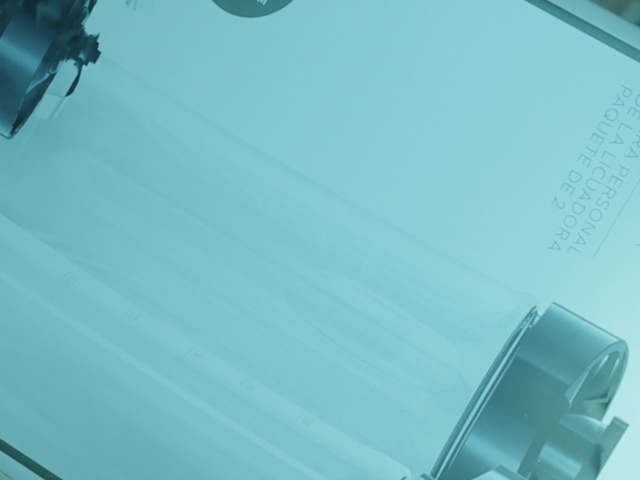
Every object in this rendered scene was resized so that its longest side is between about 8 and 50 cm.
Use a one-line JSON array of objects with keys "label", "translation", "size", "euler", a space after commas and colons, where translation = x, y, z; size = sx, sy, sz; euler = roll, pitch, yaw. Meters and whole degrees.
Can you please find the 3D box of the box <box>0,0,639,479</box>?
[{"label": "box", "translation": [0.000, 0.000, 0.408], "size": [0.290, 0.087, 0.169], "euler": [32, 94, 11]}]
